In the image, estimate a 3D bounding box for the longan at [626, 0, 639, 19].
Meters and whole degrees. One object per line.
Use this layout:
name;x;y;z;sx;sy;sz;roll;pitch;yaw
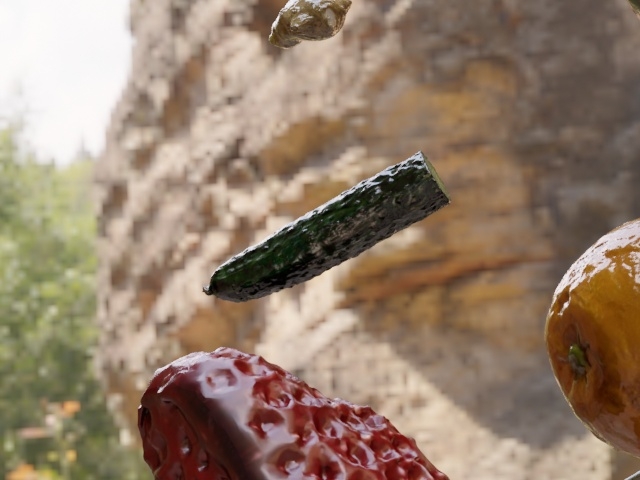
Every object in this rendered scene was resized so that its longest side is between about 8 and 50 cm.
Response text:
longan;0.455;-0.398;1.928;0.404;0.404;0.436;6;-48;-52

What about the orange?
orange;0.368;0.104;2.047;0.261;0.261;0.261;-3;-7;0

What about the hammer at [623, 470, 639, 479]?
hammer;0.369;0.302;2.401;0.199;0.013;0.062;-30;-32;-6

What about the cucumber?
cucumber;0.000;0.000;2.055;0.293;0.067;0.067;-29;-15;18

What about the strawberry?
strawberry;-0.038;0.255;1.999;0.295;0.345;0.317;-31;2;-15

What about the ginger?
ginger;-0.012;-0.289;2.528;0.096;0.067;0.165;-26;7;-14
